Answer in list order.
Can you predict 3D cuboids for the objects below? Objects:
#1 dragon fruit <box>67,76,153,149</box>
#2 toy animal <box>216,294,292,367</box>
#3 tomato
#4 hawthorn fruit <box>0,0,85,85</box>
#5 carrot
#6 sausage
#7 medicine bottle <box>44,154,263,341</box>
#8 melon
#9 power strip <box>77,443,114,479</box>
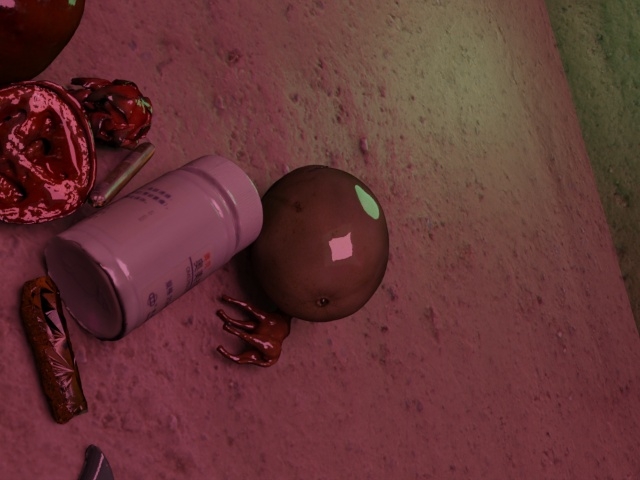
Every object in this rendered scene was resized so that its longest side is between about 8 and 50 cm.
[{"bbox_3d":[-0.356,-0.218,1.236,0.142,0.130,0.121,-16,111,-84],"label":"dragon fruit"},{"bbox_3d":[-0.093,0.150,1.403,0.230,0.066,0.224,17,47,-28],"label":"toy animal"},{"bbox_3d":[-0.465,-0.138,1.125,0.228,0.101,0.228,-2,93,-29],"label":"tomato"},{"bbox_3d":[-0.473,-0.378,1.053,0.268,0.301,0.267,15,70,-45],"label":"hawthorn fruit"},{"bbox_3d":[-0.409,0.169,1.107,0.069,0.069,0.228,-15,89,-44],"label":"carrot"},{"bbox_3d":[-0.330,-0.115,1.214,0.033,0.033,0.269,52,22,-18],"label":"sausage"},{"bbox_3d":[-0.264,0.000,1.200,0.332,0.190,0.190,-38,104,-41],"label":"medicine bottle"},{"bbox_3d":[0.000,0.000,1.383,0.268,0.268,0.330,36,30,-29],"label":"melon"},{"bbox_3d":[-0.408,0.416,1.039,0.253,0.054,0.167,-20,90,-45],"label":"power strip"}]
